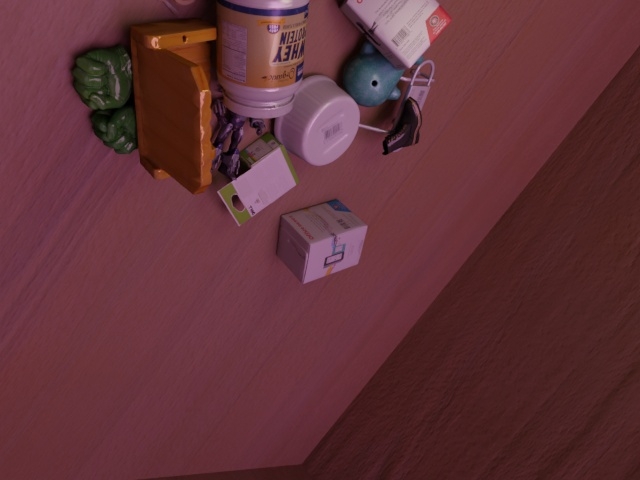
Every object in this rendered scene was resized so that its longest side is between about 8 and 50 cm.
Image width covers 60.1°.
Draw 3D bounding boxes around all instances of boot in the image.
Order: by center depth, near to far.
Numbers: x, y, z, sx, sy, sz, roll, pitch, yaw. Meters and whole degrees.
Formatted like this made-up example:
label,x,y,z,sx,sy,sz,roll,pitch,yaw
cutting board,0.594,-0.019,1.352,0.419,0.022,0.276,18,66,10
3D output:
label,x,y,z,sx,sy,sz,roll,pitch,yaw
boot,0.277,-0.390,1.927,0.137,0.077,0.198,-26,138,-13

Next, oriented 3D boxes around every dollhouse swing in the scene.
label,x,y,z,sx,sy,sz,roll,pitch,yaw
dollhouse swing,-0.286,-0.324,1.351,0.315,0.305,0.347,-34,140,-48

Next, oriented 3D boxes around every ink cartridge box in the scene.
label,x,y,z,sx,sy,sz,roll,pitch,yaw
ink cartridge box,0.222,-0.679,1.653,0.273,0.114,0.197,41,92,-17
ink cartridge box,-0.216,-0.198,1.798,0.255,0.097,0.189,-37,143,-10
ink cartridge box,0.000,0.000,2.108,0.270,0.198,0.197,-17,135,-32

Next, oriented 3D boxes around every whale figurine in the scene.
label,x,y,z,sx,sy,sz,roll,pitch,yaw
whale figurine,0.204,-0.546,1.784,0.272,0.141,0.216,-30,114,9

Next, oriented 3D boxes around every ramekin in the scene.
label,x,y,z,sx,sy,sz,roll,pitch,yaw
ramekin,-0.002,-0.377,1.787,0.277,0.135,0.277,-32,145,-26

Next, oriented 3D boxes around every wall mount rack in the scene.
label,x,y,z,sx,sy,sz,roll,pitch,yaw
wall mount rack,0.254,-0.493,1.967,0.304,0.130,0.350,-12,131,-42

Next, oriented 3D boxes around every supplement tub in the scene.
label,x,y,z,sx,sy,sz,roll,pitch,yaw
supplement tub,-0.152,-0.499,1.419,0.228,0.228,0.316,-20,136,-31

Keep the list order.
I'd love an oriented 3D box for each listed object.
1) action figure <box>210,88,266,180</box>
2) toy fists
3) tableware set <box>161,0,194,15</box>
label,x,y,z,sx,sy,sz,roll,pitch,yaw
action figure,-0.255,-0.331,1.636,0.185,0.099,0.285,11,112,-38
toy fists,-0.512,-0.338,1.376,0.142,0.096,0.279,-30,142,-20
tableware set,-0.356,-0.631,1.302,0.128,0.039,0.194,-50,143,4
